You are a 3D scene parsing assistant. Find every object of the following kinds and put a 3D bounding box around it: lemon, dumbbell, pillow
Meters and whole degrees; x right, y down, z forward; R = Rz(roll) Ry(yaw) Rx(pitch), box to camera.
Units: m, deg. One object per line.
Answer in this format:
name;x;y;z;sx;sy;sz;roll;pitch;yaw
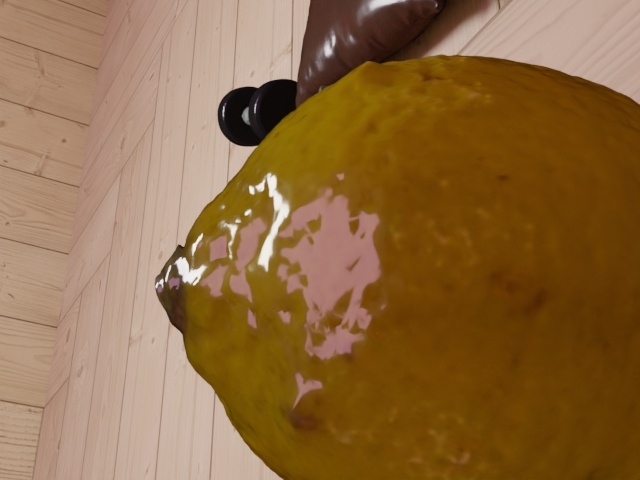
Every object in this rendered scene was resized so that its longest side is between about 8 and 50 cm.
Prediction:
lemon;0.084;0.040;0.654;0.350;0.387;0.349;180;90;-83
dumbbell;-0.087;-0.195;1.483;0.191;0.100;0.100;10;85;65
pillow;0.066;-0.349;1.235;0.305;0.108;0.307;-31;48;52

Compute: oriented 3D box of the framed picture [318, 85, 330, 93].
framed picture;0.000;0.000;1.189;0.240;0.020;0.324;105;164;-48
